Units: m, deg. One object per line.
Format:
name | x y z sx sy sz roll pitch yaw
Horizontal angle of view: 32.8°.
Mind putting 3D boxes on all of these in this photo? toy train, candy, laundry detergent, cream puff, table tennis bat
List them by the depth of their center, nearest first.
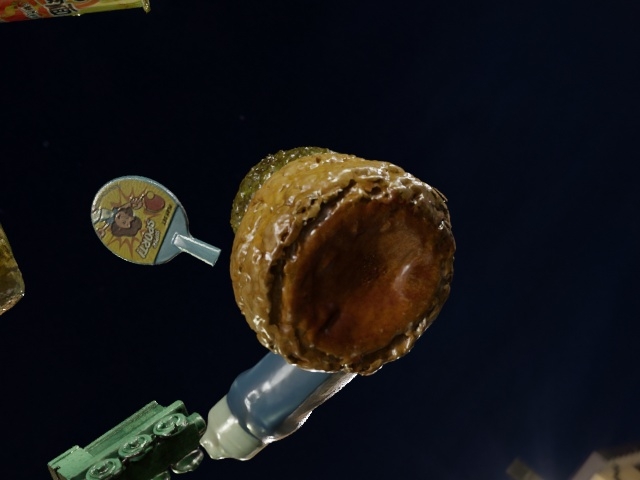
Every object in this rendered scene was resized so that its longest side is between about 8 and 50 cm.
cream puff | 0.000 0.000 0.889 0.183 0.169 0.183 -12 -63 -23
laundry detergent | -0.008 0.126 1.153 0.290 0.094 0.143 -40 -8 11
toy train | -0.212 0.242 1.220 0.170 0.111 0.071 -33 -62 -29
table tennis bat | -0.185 -0.013 1.221 0.100 0.155 0.019 -63 0 19
candy | -0.538 0.002 1.617 0.118 0.260 0.260 -30 -38 -21

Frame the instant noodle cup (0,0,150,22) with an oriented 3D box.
instant noodle cup | -0.344 -0.397 1.394 0.200 0.264 0.264 -15 -40 -5
